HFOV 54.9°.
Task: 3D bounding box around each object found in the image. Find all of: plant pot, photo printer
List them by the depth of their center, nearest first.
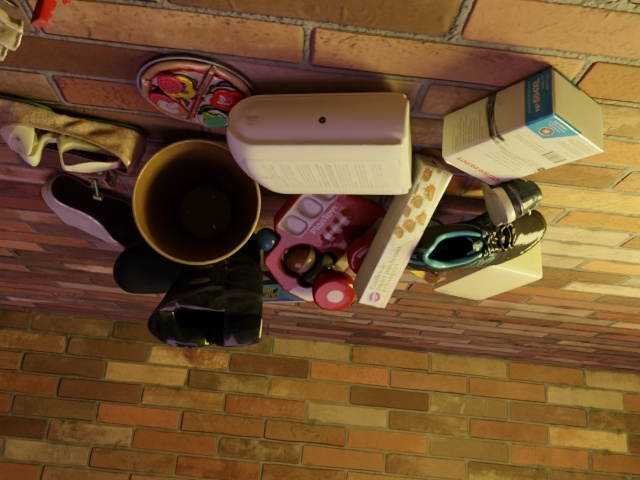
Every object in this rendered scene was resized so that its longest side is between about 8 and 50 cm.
[{"bbox_3d":[0.001,-0.159,1.063,0.308,0.107,0.256,1,166,11],"label":"photo printer"},{"bbox_3d":[-0.247,-0.071,1.275,0.237,0.237,0.254,8,178,-7],"label":"plant pot"}]

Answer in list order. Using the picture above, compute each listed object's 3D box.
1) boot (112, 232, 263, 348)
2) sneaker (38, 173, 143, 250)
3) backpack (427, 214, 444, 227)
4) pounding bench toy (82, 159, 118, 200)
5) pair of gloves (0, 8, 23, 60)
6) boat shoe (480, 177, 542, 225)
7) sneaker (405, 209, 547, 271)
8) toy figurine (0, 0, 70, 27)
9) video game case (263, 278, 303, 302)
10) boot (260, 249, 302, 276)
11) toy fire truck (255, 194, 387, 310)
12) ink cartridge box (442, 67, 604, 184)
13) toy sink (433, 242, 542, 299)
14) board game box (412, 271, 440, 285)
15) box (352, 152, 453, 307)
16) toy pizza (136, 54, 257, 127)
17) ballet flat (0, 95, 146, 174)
[{"bbox_3d":[-0.297,0.106,1.304,0.367,0.146,0.445,-13,-159,-2],"label":"boot"},{"bbox_3d":[-0.548,-0.063,1.512,0.123,0.105,0.290,-8,142,45],"label":"sneaker"},{"bbox_3d":[0.227,-0.026,1.421,0.114,0.084,0.105,-1,163,35],"label":"backpack"},{"bbox_3d":[-0.473,-0.134,1.314,0.052,0.083,0.065,5,161,2],"label":"pounding bench toy"},{"bbox_3d":[-0.371,-0.298,0.624,0.042,0.240,0.204,35,-179,43],"label":"pair of gloves"},{"bbox_3d":[0.356,-0.084,1.165,0.079,0.095,0.254,-22,177,8],"label":"boat shoe"},{"bbox_3d":[0.335,0.009,1.290,0.341,0.125,0.140,-14,-172,-12],"label":"sneaker"},{"bbox_3d":[-0.442,-0.292,0.662,0.191,0.217,0.362,-7,158,31],"label":"toy figurine"},{"bbox_3d":[-0.096,0.154,1.944,0.270,0.061,0.244,-3,179,23],"label":"video game case"},{"bbox_3d":[-0.114,0.041,1.739,0.305,0.112,0.115,16,-171,-39],"label":"boot"},{"bbox_3d":[0.000,0.000,1.355,0.254,0.169,0.302,31,119,-25],"label":"toy fire truck"},{"bbox_3d":[0.318,-0.172,0.985,0.148,0.085,0.203,20,157,-36],"label":"ink cartridge box"},{"bbox_3d":[0.403,0.048,1.519,0.153,0.131,0.234,13,157,-20],"label":"toy sink"},{"bbox_3d":[0.203,0.032,1.559,0.039,0.124,0.259,-49,141,12],"label":"board game box"},{"bbox_3d":[0.156,-0.014,1.220,0.063,0.067,0.324,13,117,-19],"label":"box"},{"bbox_3d":[-0.205,-0.237,1.027,0.201,0.032,0.201,5,161,2],"label":"toy pizza"},{"bbox_3d":[-0.488,-0.186,1.138,0.316,0.106,0.107,10,160,-11],"label":"ballet flat"}]
